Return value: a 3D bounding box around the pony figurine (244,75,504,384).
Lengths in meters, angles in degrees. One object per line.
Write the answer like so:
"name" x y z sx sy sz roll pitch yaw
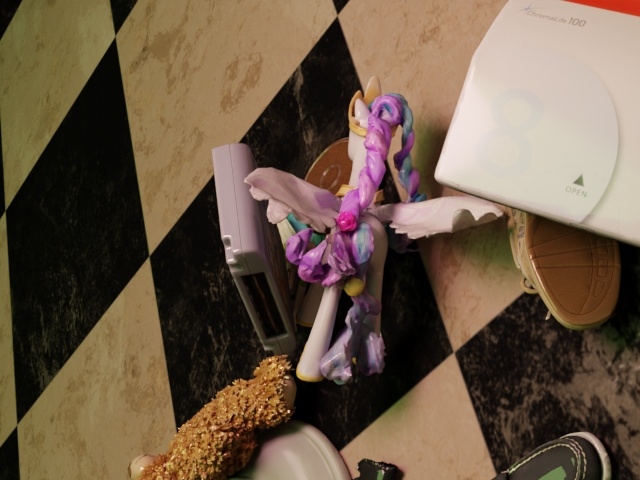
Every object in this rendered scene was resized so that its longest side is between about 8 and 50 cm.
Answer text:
"pony figurine" 0.046 -0.007 1.397 0.351 0.302 0.364 -93 12 -71

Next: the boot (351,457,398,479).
"boot" 0.082 0.339 1.418 0.121 0.045 0.099 0 75 56

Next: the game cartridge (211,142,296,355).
"game cartridge" -0.087 0.009 1.496 0.297 0.062 0.198 74 -171 -58

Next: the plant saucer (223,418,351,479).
"plant saucer" -0.098 0.456 1.583 0.400 0.100 0.401 -24 59 49

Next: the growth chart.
"growth chart" -0.061 0.047 1.687 0.237 0.021 0.172 -134 52 -63

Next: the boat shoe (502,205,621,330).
"boat shoe" 0.267 -0.010 1.249 0.089 0.104 0.285 92 173 -53

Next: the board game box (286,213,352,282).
"board game box" 0.000 0.000 1.678 0.186 0.026 0.126 6 83 56

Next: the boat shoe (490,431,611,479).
"boat shoe" 0.199 0.322 1.210 0.302 0.091 0.114 -57 38 25

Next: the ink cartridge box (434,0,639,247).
"ink cartridge box" 0.321 -0.195 1.117 0.308 0.091 0.385 19 95 28

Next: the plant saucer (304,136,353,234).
"plant saucer" 0.023 -0.089 1.643 0.168 0.029 0.168 -33 42 35

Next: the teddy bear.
"teddy bear" -0.164 0.289 1.614 0.338 0.113 0.245 -42 11 13
